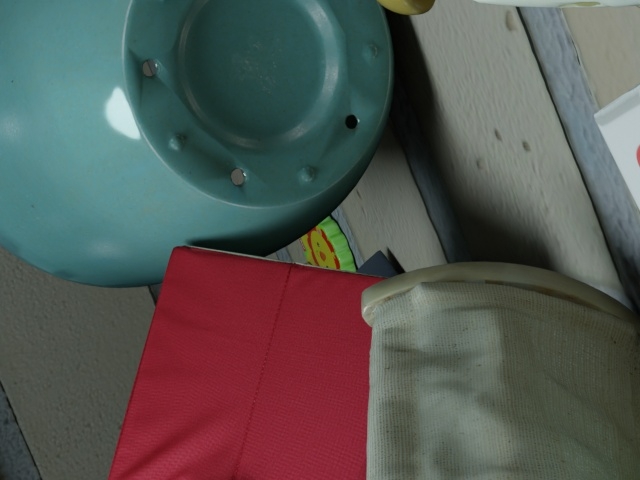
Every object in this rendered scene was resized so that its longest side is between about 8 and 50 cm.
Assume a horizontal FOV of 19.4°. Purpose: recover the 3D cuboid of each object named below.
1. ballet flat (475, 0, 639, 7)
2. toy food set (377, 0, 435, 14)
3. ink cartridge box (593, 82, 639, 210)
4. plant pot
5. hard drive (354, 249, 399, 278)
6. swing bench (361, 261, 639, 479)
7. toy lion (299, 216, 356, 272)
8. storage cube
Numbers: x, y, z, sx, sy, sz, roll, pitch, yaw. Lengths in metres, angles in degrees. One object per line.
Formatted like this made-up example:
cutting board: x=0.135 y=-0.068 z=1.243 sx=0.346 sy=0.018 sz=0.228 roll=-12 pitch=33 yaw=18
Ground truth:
ballet flat: x=0.084 y=-0.144 z=0.716 sx=0.342 sy=0.124 sz=0.116 roll=43 pitch=154 yaw=62
toy food set: x=0.017 y=-0.170 z=0.912 sx=0.192 sy=0.038 sz=0.132 roll=-9 pitch=-108 yaw=-61
ink cartridge box: x=0.194 y=0.019 z=0.560 sx=0.218 sy=0.092 sz=0.158 roll=66 pitch=156 yaw=6
plant pot: x=-0.087 y=-0.111 z=1.230 sx=0.235 sy=0.293 sz=0.293 roll=1 pitch=115 yaw=62
hard drive: x=0.092 y=0.148 z=1.483 sx=0.255 sy=0.054 sz=0.172 roll=58 pitch=167 yaw=35
swing bench: x=0.119 y=0.172 z=0.928 sx=0.253 sy=0.165 sz=0.255 roll=-86 pitch=-16 yaw=-58
toy lion: x=0.000 y=0.000 z=1.679 sx=0.100 sy=0.034 sz=0.096 roll=66 pitch=162 yaw=1
storage cube: x=0.004 y=0.126 z=1.152 sx=0.183 sy=0.193 sz=0.215 roll=7 pitch=167 yaw=33
